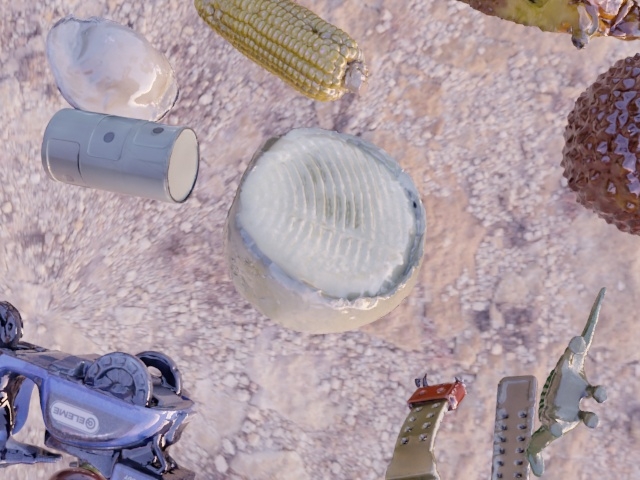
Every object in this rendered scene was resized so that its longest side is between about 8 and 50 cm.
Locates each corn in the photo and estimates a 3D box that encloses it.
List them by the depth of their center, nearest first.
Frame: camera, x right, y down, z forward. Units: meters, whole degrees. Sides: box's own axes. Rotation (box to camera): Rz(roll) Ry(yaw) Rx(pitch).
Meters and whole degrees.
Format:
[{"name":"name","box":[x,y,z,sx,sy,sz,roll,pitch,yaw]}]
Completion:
[{"name":"corn","box":[-0.065,-0.339,1.471,0.347,0.130,0.130,33,74,17]}]

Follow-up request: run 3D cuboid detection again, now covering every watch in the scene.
[{"name":"watch","box":[0.147,0.214,0.882,0.165,0.102,0.268,44,45,-29]}]

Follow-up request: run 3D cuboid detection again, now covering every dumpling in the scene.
[{"name":"dumpling","box":[-0.358,-0.276,1.501,0.247,0.142,0.172,24,65,-30]}]

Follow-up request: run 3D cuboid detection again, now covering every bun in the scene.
[{"name":"bun","box":[0.000,0.000,1.063,0.260,0.152,0.259,10,58,-17]}]

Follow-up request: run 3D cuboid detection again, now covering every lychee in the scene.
[{"name":"lychee","box":[0.468,-0.127,1.180,0.276,0.304,0.275,4,61,-8]}]

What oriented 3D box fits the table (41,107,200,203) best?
[{"name":"table","box":[-0.317,-0.137,1.413,0.220,0.126,0.126,10,80,15]}]

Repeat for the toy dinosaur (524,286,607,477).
[{"name":"toy dinosaur","box":[0.148,0.082,0.531,0.029,0.060,0.119,20,71,-6]}]

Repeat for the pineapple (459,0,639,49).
[{"name":"pineapple","box":[0.105,-0.189,0.472,0.080,0.233,0.135,0,116,-35]}]

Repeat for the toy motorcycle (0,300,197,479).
[{"name":"toy motorcycle","box":[-0.312,0.209,1.050,0.359,0.125,0.212,16,90,20]}]

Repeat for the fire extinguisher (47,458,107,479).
[{"name":"fire extinguisher","box":[-0.333,0.396,1.189,0.102,0.138,0.344,49,34,-33]}]
